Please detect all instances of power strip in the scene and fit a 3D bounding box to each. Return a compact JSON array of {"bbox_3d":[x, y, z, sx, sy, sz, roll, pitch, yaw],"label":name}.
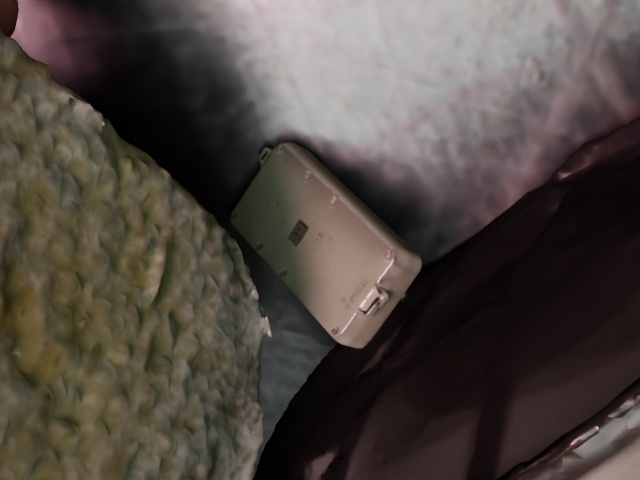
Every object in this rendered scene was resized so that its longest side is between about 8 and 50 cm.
[{"bbox_3d":[0.000,0.000,0.519,0.016,0.090,0.040,21,108,-45],"label":"power strip"}]

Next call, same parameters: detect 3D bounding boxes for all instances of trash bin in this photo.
[{"bbox_3d":[0.142,0.115,0.472,0.277,0.217,0.262,-36,102,19],"label":"trash bin"}]

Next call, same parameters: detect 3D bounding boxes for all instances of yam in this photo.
[{"bbox_3d":[-0.176,0.068,0.447,0.271,0.201,0.202,-6,148,35],"label":"yam"}]

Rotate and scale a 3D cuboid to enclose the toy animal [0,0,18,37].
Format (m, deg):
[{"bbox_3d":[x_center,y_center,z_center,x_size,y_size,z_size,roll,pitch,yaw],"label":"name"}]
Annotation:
[{"bbox_3d":[-0.194,-0.123,0.447,0.198,0.171,0.171,-7,107,-1],"label":"toy animal"}]
